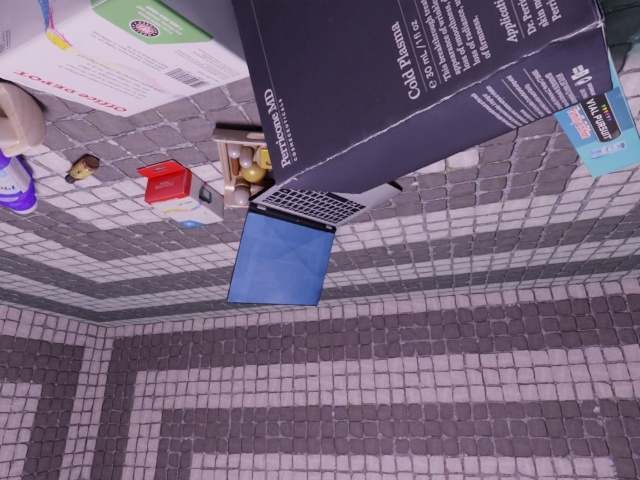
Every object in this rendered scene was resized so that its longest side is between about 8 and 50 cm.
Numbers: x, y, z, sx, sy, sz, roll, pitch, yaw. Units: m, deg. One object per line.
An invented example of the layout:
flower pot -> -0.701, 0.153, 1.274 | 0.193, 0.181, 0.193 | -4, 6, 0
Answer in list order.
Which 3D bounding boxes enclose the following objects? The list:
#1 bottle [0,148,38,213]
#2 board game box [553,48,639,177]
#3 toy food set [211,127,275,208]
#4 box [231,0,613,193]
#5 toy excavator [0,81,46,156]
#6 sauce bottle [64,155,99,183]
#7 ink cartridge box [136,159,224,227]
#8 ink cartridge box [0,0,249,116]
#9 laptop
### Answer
bottle -> -0.797, -0.156, 1.014 | 0.118, 0.092, 0.283 | 4, 157, -15
board game box -> 0.361, -0.273, 0.583 | 0.079, 0.253, 0.336 | -22, 150, 39
toy food set -> -0.146, -0.165, 1.027 | 0.220, 0.092, 0.306 | 2, 158, -7
box -> 0.078, -0.263, 0.440 | 0.313, 0.343, 0.179 | -19, 171, 37
toy excavator -> -0.708, -0.246, 0.588 | 0.223, 0.432, 0.445 | -10, 128, 20
sauce bottle -> -0.616, -0.177, 1.038 | 0.128, 0.042, 0.042 | -20, 151, 33
ink cartridge box -> -0.389, -0.123, 1.133 | 0.134, 0.077, 0.231 | -10, 155, 20
ink cartridge box -> -0.250, -0.271, 0.525 | 0.278, 0.117, 0.201 | -5, 176, 27
laptop -> 0.000, 0.000, 1.111 | 0.408, 0.236, 0.382 | -28, 156, 31
